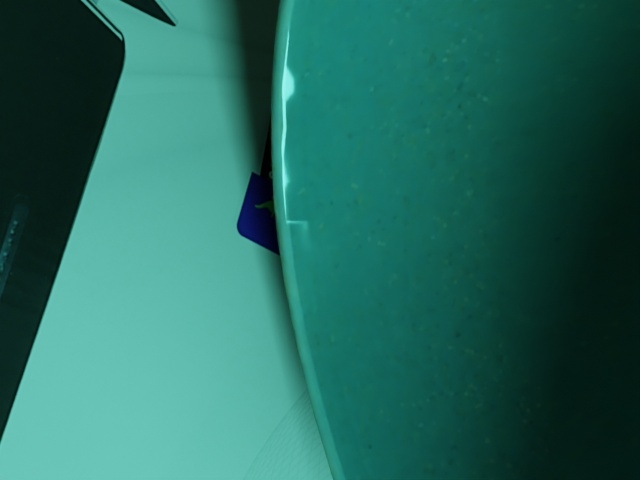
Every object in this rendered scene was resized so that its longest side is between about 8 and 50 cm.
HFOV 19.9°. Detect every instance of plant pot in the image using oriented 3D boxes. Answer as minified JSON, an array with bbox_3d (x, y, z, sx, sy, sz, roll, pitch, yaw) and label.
[{"bbox_3d":[0.145,0.010,0.379,0.195,0.290,0.290,-18,180,-27],"label":"plant pot"}]

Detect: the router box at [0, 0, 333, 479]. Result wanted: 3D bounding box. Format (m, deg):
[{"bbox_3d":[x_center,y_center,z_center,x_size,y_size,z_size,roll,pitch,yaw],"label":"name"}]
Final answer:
[{"bbox_3d":[-0.110,-0.002,0.435,0.335,0.301,0.082,27,161,-39],"label":"router box"}]
